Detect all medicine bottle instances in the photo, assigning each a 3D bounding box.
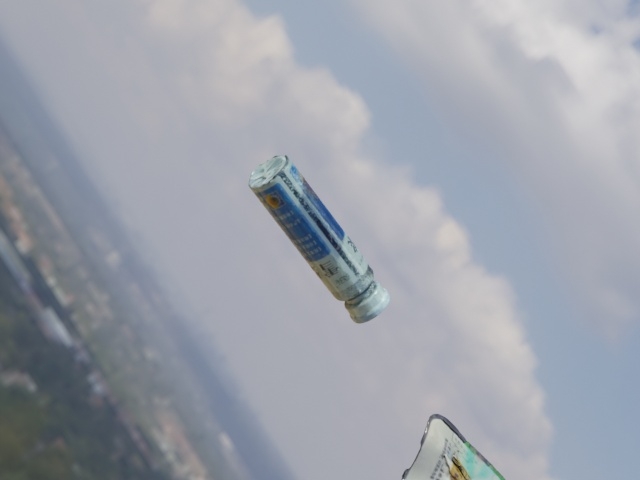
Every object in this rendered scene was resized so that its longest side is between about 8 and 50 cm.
[{"bbox_3d":[0.000,0.000,1.962,0.191,0.051,0.051,54,-3,-23],"label":"medicine bottle"}]

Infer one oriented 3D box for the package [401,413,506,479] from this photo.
[{"bbox_3d":[0.153,0.294,1.921,0.040,0.166,0.232,-18,-61,41],"label":"package"}]
